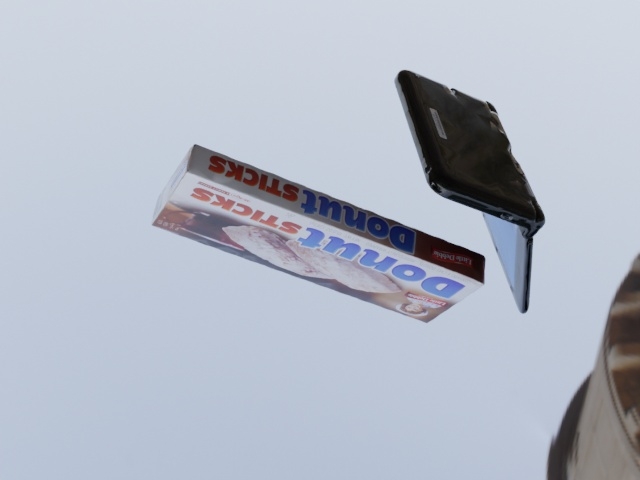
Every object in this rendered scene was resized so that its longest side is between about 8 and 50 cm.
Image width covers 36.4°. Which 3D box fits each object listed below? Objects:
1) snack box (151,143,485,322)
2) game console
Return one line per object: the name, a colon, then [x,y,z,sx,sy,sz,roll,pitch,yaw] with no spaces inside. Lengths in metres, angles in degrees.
snack box: [0.000,0.000,0.543,0.178,0.064,0.022,20,-123,-18]
game console: [0.085,-0.031,0.585,0.107,0.071,0.122,18,-145,-23]
